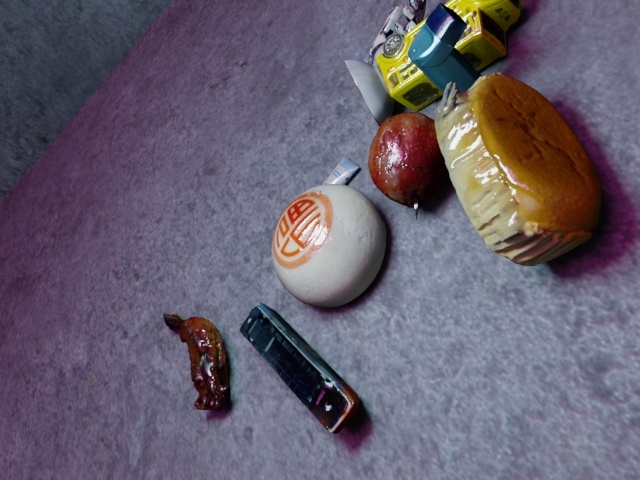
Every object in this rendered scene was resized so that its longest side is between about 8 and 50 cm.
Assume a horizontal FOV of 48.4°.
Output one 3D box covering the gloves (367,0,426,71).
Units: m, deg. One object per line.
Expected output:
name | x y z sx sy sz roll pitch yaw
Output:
gloves | 0.200 -0.493 1.727 0.212 0.111 0.127 -49 17 16

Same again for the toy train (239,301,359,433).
toy train | -0.041 0.269 1.520 0.086 0.089 0.409 -55 42 2

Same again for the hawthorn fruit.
hawthorn fruit | 0.185 -0.151 1.483 0.181 0.181 0.235 -19 55 37

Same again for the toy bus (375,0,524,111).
toy bus | 0.292 -0.433 1.567 0.330 0.144 0.152 -31 57 32

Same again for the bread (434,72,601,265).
bread | 0.356 -0.142 1.282 0.183 0.236 0.388 -46 48 39

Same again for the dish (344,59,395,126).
dish | 0.129 -0.353 1.671 0.066 0.190 0.190 -29 47 10

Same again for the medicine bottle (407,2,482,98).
medicine bottle | 0.279 -0.356 1.446 0.124 0.258 0.079 -41 44 16

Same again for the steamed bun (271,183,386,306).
steamed bun | 0.000 0.000 1.571 0.283 0.177 0.283 -24 51 34

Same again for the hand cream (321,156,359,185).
hand cream | 0.024 -0.124 1.727 0.170 0.043 0.065 -51 47 2

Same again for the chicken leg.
chicken leg | -0.306 0.269 1.789 0.407 0.096 0.158 44 119 51
